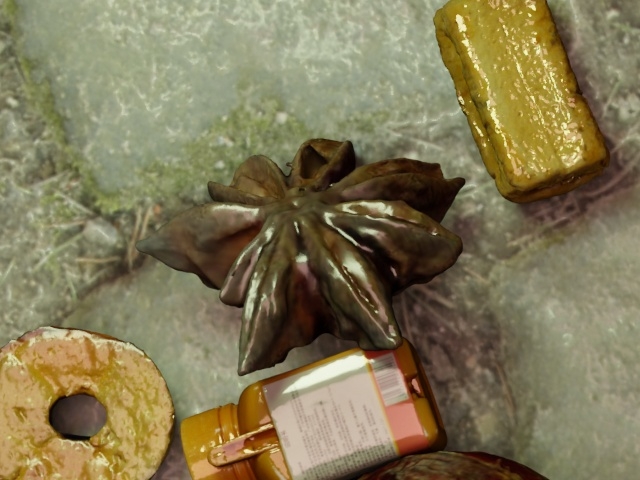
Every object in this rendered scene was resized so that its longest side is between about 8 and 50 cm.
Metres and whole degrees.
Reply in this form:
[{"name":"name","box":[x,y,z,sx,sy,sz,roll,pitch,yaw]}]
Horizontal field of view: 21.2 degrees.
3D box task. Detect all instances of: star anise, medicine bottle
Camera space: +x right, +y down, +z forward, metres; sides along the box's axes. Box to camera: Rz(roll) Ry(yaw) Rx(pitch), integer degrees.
[{"name":"star anise","box":[-0.016,0.009,1.542,0.315,0.108,0.315,-9,44,9]},{"name":"medicine bottle","box":[-0.005,0.173,1.550,0.222,0.149,0.112,-20,77,4]}]

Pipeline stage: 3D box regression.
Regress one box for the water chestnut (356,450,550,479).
[{"name":"water chestnut","box":[0.116,0.355,1.453,0.350,0.302,0.350,-13,71,40]}]

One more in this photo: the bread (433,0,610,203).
[{"name":"bread","box":[0.186,-0.141,1.607,0.114,0.083,0.211,-19,79,-1]}]

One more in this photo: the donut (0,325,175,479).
[{"name":"donut","box":[-0.228,0.169,1.622,0.190,0.074,0.174,-7,79,2]}]
